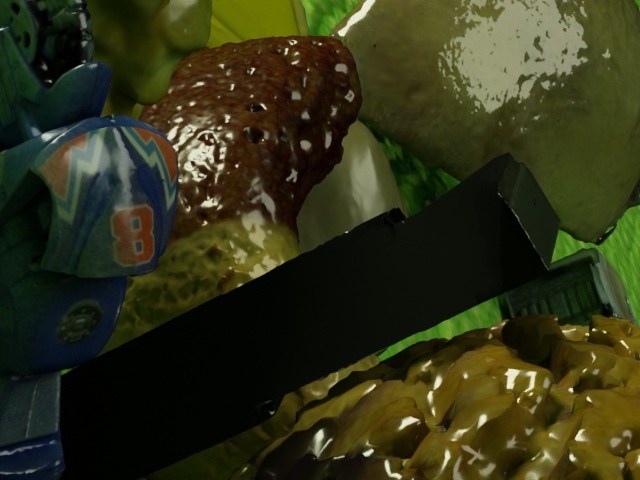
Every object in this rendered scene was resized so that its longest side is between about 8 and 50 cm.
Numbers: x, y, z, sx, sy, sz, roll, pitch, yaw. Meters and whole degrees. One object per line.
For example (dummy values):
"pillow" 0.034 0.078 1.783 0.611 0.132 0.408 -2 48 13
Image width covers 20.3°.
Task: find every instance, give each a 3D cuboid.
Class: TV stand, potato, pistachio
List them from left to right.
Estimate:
"TV stand" -0.029 0.044 0.682 0.040 0.256 0.049 58 23 -13
"pistachio" 0.000 0.000 1.013 0.113 0.113 0.149 12 61 -64
"potato" 0.155 -0.133 1.335 0.211 0.189 0.264 42 14 21

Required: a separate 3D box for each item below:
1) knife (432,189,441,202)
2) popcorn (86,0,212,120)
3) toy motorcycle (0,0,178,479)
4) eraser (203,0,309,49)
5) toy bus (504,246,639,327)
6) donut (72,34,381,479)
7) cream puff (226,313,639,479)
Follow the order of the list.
"knife" 0.111 -0.002 1.405 0.096 0.010 0.027 50 24 -36
"popcorn" -0.135 -0.111 0.733 0.197 0.197 0.155 62 20 -4
"toy motorcycle" -0.107 0.007 0.627 0.076 0.205 0.114 -8 42 -44
"eraser" -0.091 -0.162 1.038 0.226 0.069 0.158 37 31 -49
"toy bus" 0.237 0.176 1.383 0.138 0.097 0.342 40 29 -59
"donut" -0.044 0.001 0.867 0.151 0.112 0.295 23 51 -49
"cream puff" 0.054 0.176 0.631 0.231 0.343 0.327 31 55 -20
